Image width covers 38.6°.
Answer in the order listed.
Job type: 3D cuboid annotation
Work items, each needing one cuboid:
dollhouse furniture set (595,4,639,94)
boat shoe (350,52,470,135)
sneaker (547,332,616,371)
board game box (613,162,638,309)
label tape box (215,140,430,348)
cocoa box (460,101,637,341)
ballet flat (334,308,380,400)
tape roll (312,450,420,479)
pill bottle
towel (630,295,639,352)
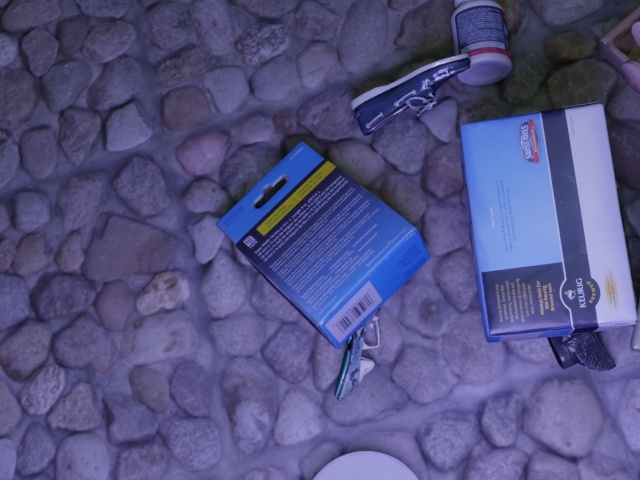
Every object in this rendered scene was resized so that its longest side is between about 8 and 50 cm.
[{"bbox_3d":[0.648,-0.386,1.554,0.362,0.394,0.256,-41,70,-5],"label":"dollhouse furniture set"},{"bbox_3d":[0.175,-0.277,1.731,0.254,0.095,0.079,-23,87,22],"label":"boat shoe"},{"bbox_3d":[0.441,0.158,1.594,0.089,0.051,0.170,-21,74,2],"label":"sneaker"},{"bbox_3d":[0.520,0.009,1.582,0.030,0.136,0.260,-10,69,20],"label":"board game box"},{"bbox_3d":[0.000,0.000,1.674,0.240,0.106,0.333,-44,52,-6],"label":"label tape box"},{"bbox_3d":[0.359,-0.016,1.491,0.228,0.231,0.347,-7,80,9],"label":"cocoa box"},{"bbox_3d":[0.072,0.198,1.635,0.070,0.070,0.188,8,77,12],"label":"ballet flat"},{"bbox_3d":[0.080,0.469,1.537,0.219,0.072,0.219,-3,71,8],"label":"tape roll"},{"bbox_3d":[0.308,-0.403,1.767,0.108,0.108,0.180,-6,72,7],"label":"pill bottle"},{"bbox_3d":[0.678,0.081,1.506,0.312,0.056,0.324,20,77,-15],"label":"towel"}]
